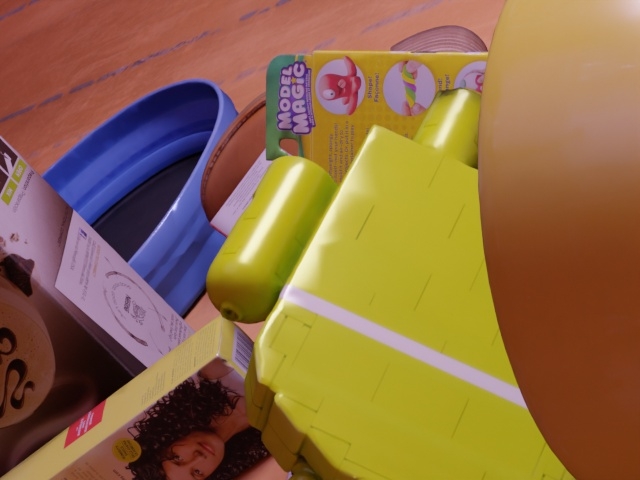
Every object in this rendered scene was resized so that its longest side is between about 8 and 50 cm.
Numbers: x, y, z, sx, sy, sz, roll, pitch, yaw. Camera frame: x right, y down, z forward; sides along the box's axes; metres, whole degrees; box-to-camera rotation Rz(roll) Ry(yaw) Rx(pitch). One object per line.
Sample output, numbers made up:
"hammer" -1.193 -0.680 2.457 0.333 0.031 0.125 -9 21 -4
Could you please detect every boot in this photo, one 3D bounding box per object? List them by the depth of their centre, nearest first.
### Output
"boot" 0.007 -0.022 1.284 0.283 0.109 0.220 -23 34 28

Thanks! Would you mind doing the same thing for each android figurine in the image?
"android figurine" 0.066 0.046 0.885 0.056 0.248 0.273 107 -173 -55

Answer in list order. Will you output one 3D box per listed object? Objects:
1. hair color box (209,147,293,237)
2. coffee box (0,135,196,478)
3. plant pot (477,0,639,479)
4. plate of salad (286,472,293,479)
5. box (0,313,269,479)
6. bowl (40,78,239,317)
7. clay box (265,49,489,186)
"hair color box" 0.000 0.000 1.139 0.141 0.043 0.072 36 88 41
"coffee box" -0.233 0.059 1.267 0.168 0.297 0.119 -36 20 21
"plant pot" 0.226 -0.018 0.725 0.239 0.254 0.254 -6 41 33
"plate of salad" 0.048 0.096 1.052 0.200 0.048 0.200 -36 25 19
"box" -0.127 0.152 1.206 0.232 0.087 0.058 -37 23 19
"bowl" -0.209 0.019 1.585 0.391 0.077 0.391 -36 24 19
"clay box" 0.077 -0.047 1.031 0.222 0.127 0.053 4 8 24
